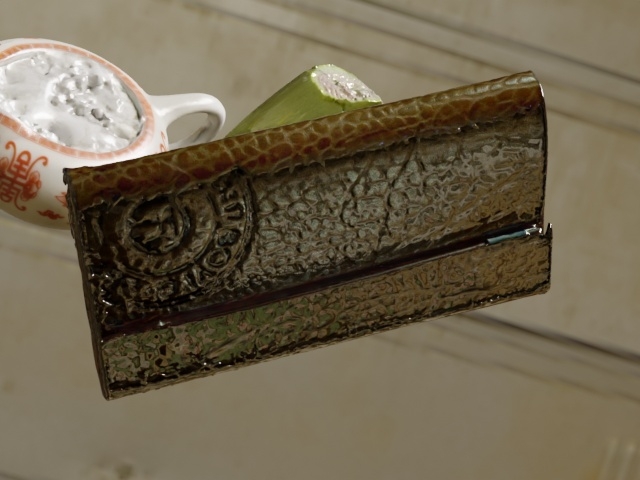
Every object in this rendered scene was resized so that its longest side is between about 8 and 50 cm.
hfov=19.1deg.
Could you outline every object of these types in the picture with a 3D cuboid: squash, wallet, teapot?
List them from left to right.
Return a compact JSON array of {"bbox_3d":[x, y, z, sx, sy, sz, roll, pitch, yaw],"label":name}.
[{"bbox_3d":[-0.176,-0.076,1.338,0.245,0.116,0.159,-11,43,-40],"label":"teapot"},{"bbox_3d":[-0.058,-0.034,1.427,0.083,0.250,0.083,41,10,-9],"label":"squash"},{"bbox_3d":[0.000,0.000,0.952,0.243,0.133,0.039,-12,33,-11],"label":"wallet"}]
